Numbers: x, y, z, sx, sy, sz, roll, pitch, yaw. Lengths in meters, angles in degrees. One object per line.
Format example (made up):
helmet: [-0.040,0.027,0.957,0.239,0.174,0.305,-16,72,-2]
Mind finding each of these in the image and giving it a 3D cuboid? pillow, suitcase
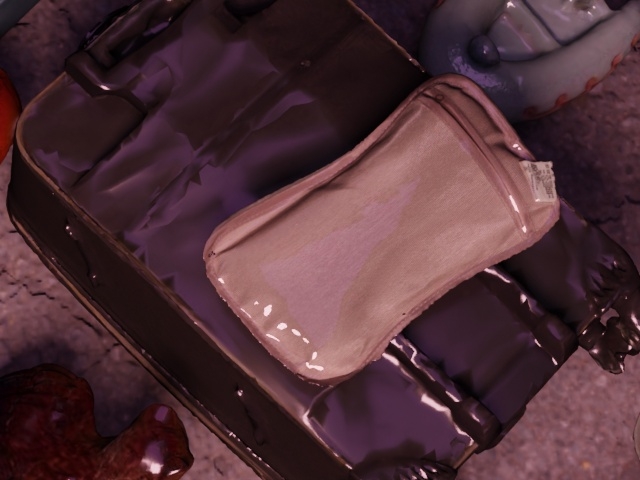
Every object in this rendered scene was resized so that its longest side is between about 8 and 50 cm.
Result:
pillow: [0.044,-0.008,1.185,0.232,0.038,0.131,-37,85,-20]
suitcase: [0.000,0.000,1.295,0.434,0.194,0.283,44,69,4]

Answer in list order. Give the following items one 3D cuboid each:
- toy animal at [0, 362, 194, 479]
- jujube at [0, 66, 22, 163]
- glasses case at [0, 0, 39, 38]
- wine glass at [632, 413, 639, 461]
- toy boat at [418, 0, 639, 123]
toy animal: [-0.161,0.174,1.213,0.116,0.179,0.218,-16,73,-44]
jujube: [-0.295,-0.110,1.312,0.176,0.112,0.109,26,105,-5]
glasses case: [-0.188,-0.234,1.398,0.266,0.105,0.056,-49,113,-22]
wine glass: [0.291,0.123,1.318,0.079,0.195,0.079,4,71,-12]
toy boat: [0.167,-0.169,1.457,0.207,0.079,0.134,-32,83,-22]
